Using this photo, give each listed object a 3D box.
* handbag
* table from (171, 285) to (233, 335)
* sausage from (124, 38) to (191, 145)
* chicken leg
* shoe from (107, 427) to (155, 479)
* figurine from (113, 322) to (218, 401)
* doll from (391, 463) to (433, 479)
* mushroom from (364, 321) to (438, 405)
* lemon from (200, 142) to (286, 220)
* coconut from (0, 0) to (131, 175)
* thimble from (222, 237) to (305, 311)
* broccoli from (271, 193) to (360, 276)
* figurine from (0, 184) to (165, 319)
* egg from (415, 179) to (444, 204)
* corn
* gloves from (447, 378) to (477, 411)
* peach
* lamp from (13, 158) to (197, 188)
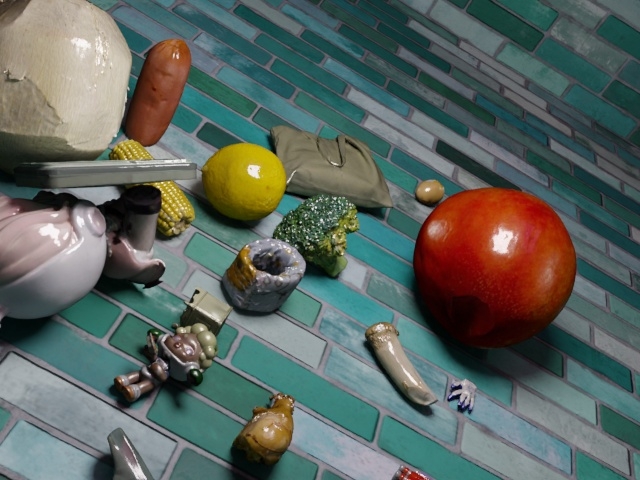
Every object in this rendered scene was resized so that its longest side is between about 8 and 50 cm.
[{"bbox_3d":[0.027,-0.196,2.071,0.315,0.109,0.253,7,40,-23],"label":"handbag"},{"bbox_3d":[-0.227,0.147,1.519,0.083,0.079,0.062,32,35,1],"label":"table"},{"bbox_3d":[-0.369,-0.345,1.815,0.113,0.259,0.114,20,35,-15],"label":"sausage"},{"bbox_3d":[-0.091,0.334,1.417,0.085,0.101,0.207,38,16,-1],"label":"chicken leg"},{"bbox_3d":[-0.293,0.387,1.224,0.078,0.079,0.195,-27,71,-11],"label":"shoe"},{"bbox_3d":[-0.268,0.212,1.404,0.147,0.094,0.197,39,36,26],"label":"figurine"},{"bbox_3d":[0.237,0.497,1.478,0.227,0.075,0.102,33,20,14],"label":"doll"},{"bbox_3d":[0.174,0.268,1.700,0.209,0.071,0.084,56,10,23],"label":"mushroom"},{"bbox_3d":[-0.174,-0.134,1.794,0.203,0.178,0.178,16,40,-25],"label":"lemon"},{"bbox_3d":[-0.549,-0.297,1.563,0.346,0.361,0.346,11,2,0],"label":"coconut"},{"bbox_3d":[-0.117,0.074,1.651,0.151,0.118,0.127,-3,50,-40],"label":"thimble"},{"bbox_3d":[0.000,0.000,1.807,0.194,0.219,0.194,52,-1,1],"label":"broccoli"},{"bbox_3d":[-0.442,0.013,1.380,0.361,0.253,0.211,-13,73,-54],"label":"figurine"},{"bbox_3d":[0.307,-0.138,2.247,0.083,0.071,0.071,1,47,-34],"label":"egg"},{"bbox_3d":[-0.363,-0.114,1.699,0.093,0.093,0.244,-19,60,-47],"label":"corn"},{"bbox_3d":[0.314,0.341,1.756,0.064,0.026,0.086,33,41,1],"label":"gloves"},{"bbox_3d":[0.400,0.071,1.855,0.388,0.388,0.388,20,39,-17],"label":"peach"},{"bbox_3d":[-0.383,-0.119,1.400,0.266,0.047,0.269,-5,7,-30],"label":"lamp"}]
